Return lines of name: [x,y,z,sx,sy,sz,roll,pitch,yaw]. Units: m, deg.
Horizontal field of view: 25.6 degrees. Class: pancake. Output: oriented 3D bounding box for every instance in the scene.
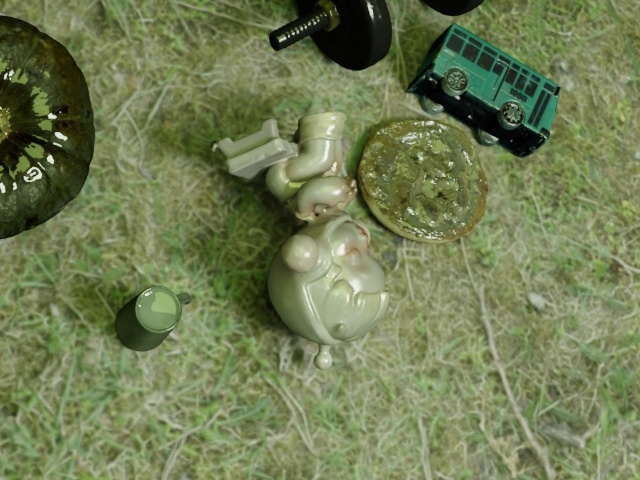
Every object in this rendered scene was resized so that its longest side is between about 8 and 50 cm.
pancake: [0.116,-0.066,1.576,0.158,0.028,0.158,6,72,-18]

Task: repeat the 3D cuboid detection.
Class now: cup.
cup: [-0.162,0.078,1.416,0.075,0.083,0.054,0,75,-20]

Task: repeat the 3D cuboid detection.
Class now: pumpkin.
pumpkin: [-0.326,-0.111,1.370,0.223,0.157,0.224,1,88,-20]

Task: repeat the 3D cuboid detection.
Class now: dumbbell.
dumbbell: [0.079,-0.287,1.556,0.325,0.143,0.143,-31,88,-23]

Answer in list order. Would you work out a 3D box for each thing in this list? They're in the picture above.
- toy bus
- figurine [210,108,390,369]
toy bus: [0.191,-0.170,1.599,0.160,0.079,0.092,30,69,-8]
figurine: [-0.010,0.003,1.450,0.144,0.182,0.257,-17,84,-6]
